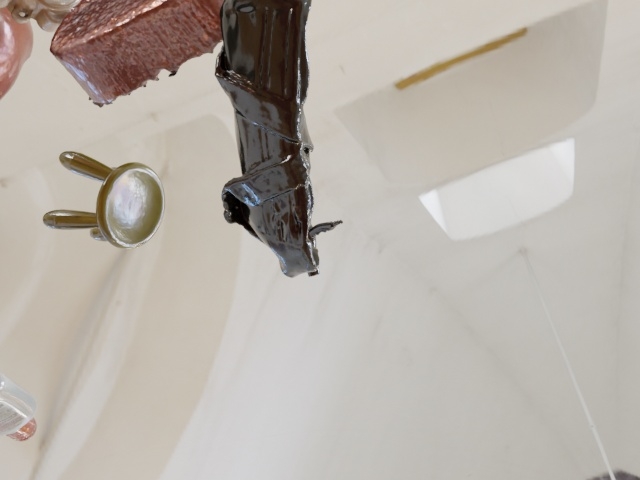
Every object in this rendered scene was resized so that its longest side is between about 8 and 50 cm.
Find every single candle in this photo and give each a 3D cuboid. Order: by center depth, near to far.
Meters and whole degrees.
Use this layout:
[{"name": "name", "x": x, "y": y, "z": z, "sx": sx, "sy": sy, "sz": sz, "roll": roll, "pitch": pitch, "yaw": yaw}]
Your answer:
[{"name": "candle", "x": -0.209, "y": -0.321, "z": 1.236, "sx": 0.317, "sy": 0.131, "sz": 0.287, "roll": -48, "pitch": -143, "yaw": -10}]

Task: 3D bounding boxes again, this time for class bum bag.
[{"name": "bum bag", "x": -0.059, "y": -0.117, "z": 0.961, "sx": 0.142, "sy": 0.080, "sz": 0.326, "roll": 16, "pitch": -65, "yaw": 47}]

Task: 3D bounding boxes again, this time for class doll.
[{"name": "doll", "x": -0.439, "y": -0.460, "z": 1.433, "sx": 0.119, "sy": 0.154, "sz": 0.278, "roll": -18, "pitch": -109, "yaw": 51}]

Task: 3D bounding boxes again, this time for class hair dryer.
[{"name": "hair dryer", "x": 0.000, "y": 0.000, "z": 1.168, "sx": 0.083, "sy": 0.031, "sz": 0.079, "roll": -22, "pitch": -97, "yaw": 46}]

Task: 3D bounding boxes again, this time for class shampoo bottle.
[{"name": "shampoo bottle", "x": -0.439, "y": 0.229, "z": 1.256, "sx": 0.108, "sy": 0.221, "sz": 0.051, "roll": -21, "pitch": -113, "yaw": -5}]

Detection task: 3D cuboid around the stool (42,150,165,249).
[{"name": "stool", "x": -0.274, "y": -0.050, "z": 1.200, "sx": 0.110, "sy": 0.134, "sz": 0.135, "roll": 11, "pitch": -140, "yaw": 34}]

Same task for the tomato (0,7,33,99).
[{"name": "tomato", "x": -0.669, "y": -0.348, "z": 1.578, "sx": 0.341, "sy": 0.273, "sz": 0.341, "roll": -14, "pitch": -137, "yaw": 14}]
